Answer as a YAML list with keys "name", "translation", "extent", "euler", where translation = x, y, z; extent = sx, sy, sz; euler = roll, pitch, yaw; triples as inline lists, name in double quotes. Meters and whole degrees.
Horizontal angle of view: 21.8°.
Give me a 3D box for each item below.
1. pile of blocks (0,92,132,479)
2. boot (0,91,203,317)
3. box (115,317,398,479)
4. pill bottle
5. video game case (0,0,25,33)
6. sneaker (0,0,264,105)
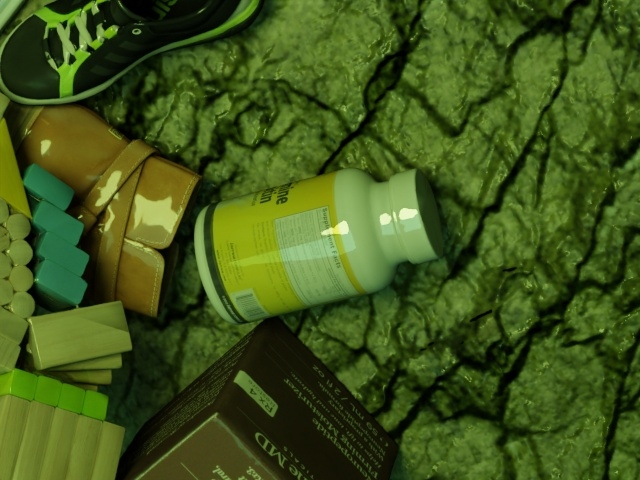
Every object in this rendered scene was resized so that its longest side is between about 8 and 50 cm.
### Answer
- name: "pile of blocks"
  translation: [-0.246, 0.055, 1.296]
  extent: [0.112, 0.149, 0.362]
  euler: [-18, 81, 52]
- name: "boot"
  translation: [-0.234, 0.020, 1.392]
  extent: [0.220, 0.109, 0.283]
  euler: [22, 104, 0]
- name: "box"
  translation: [-0.061, 0.202, 1.355]
  extent: [0.167, 0.203, 0.168]
  euler: [-40, 98, 21]
- name: "pill bottle"
  translation: [0.000, 0.000, 1.326]
  extent: [0.184, 0.103, 0.103]
  euler: [-14, 105, 15]
- name: "video game case"
  translation: [-0.363, -0.196, 1.375]
  extent: [0.183, 0.023, 0.201]
  euler: [41, 111, -4]
- name: "sneaker"
  translation: [-0.156, -0.179, 1.284]
  extent: [0.235, 0.097, 0.084]
  euler: [-23, 78, 8]
